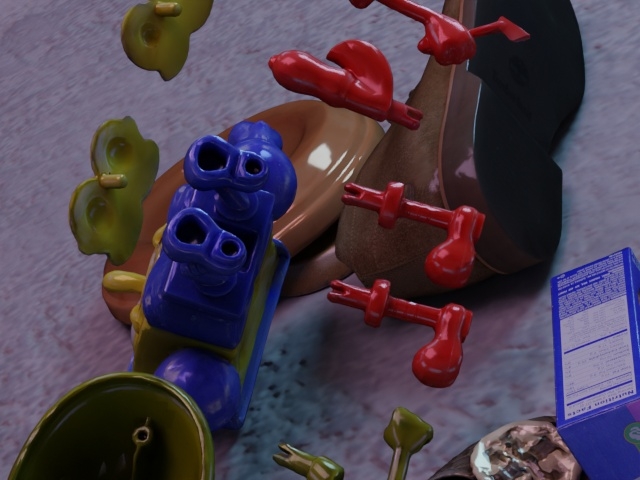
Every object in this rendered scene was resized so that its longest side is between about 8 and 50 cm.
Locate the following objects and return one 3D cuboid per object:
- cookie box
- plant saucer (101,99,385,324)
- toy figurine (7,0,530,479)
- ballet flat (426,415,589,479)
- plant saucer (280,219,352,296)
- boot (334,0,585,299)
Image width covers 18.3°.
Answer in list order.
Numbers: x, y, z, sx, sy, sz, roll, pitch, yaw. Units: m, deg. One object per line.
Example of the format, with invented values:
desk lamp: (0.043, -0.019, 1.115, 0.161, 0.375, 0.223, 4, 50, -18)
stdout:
cookie box: (0.132, 0.070, 0.807, 0.040, 0.092, 0.107, -25, 27, 19)
plant saucer: (-0.053, -0.025, 1.202, 0.200, 0.037, 0.200, -29, 21, 12)
toy figurine: (-0.035, 0.055, 0.992, 0.191, 0.217, 0.362, 14, 67, -1)
ballet flat: (0.022, 0.154, 0.793, 0.250, 0.058, 0.084, -40, 44, -13)
plant saucer: (0.000, 0.000, 1.151, 0.083, 0.015, 0.083, -25, 27, 13)
boot: (0.077, -0.080, 1.122, 0.115, 0.112, 0.305, -27, 27, 32)
